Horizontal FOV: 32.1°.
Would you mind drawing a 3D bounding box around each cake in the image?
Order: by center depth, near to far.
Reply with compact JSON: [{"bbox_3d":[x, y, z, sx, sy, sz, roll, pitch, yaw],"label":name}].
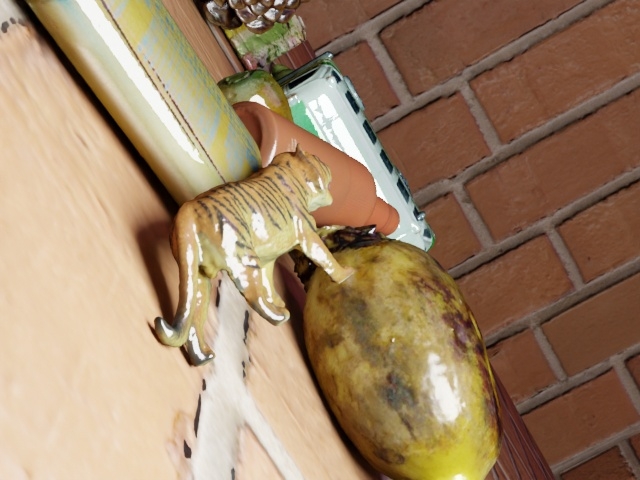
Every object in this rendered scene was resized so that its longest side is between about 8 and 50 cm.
[{"bbox_3d":[-0.109,-0.303,1.623,0.109,0.090,0.225,62,26,-10],"label":"cake"}]

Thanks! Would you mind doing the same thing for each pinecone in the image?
[{"bbox_3d":[-0.099,-0.369,1.427,0.207,0.208,0.208,60,8,-13],"label":"pinecone"}]

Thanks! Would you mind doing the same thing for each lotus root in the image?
[{"bbox_3d":[0.074,0.109,0.946,0.314,0.141,0.169,66,11,27],"label":"lotus root"}]

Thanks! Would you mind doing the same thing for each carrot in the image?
[{"bbox_3d":[-0.025,-0.031,1.117,0.078,0.078,0.298,-98,163,-69],"label":"carrot"}]

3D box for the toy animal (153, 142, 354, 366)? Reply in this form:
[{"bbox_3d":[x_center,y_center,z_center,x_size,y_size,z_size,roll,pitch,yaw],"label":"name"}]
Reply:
[{"bbox_3d":[-0.045,0.004,0.707,0.241,0.057,0.099,-29,94,-60],"label":"toy animal"}]

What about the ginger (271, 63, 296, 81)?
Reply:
[{"bbox_3d":[-0.022,-0.162,1.534,0.137,0.089,0.290,36,14,-27],"label":"ginger"}]

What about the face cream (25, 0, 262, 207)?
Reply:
[{"bbox_3d":[-0.133,-0.138,0.746,0.285,0.067,0.139,57,11,-34],"label":"face cream"}]

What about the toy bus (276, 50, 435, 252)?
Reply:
[{"bbox_3d":[0.026,-0.072,1.325,0.276,0.134,0.164,59,7,-11],"label":"toy bus"}]

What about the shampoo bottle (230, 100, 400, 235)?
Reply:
[{"bbox_3d":[-0.004,-0.049,1.012,0.244,0.085,0.085,26,34,-53],"label":"shampoo bottle"}]
